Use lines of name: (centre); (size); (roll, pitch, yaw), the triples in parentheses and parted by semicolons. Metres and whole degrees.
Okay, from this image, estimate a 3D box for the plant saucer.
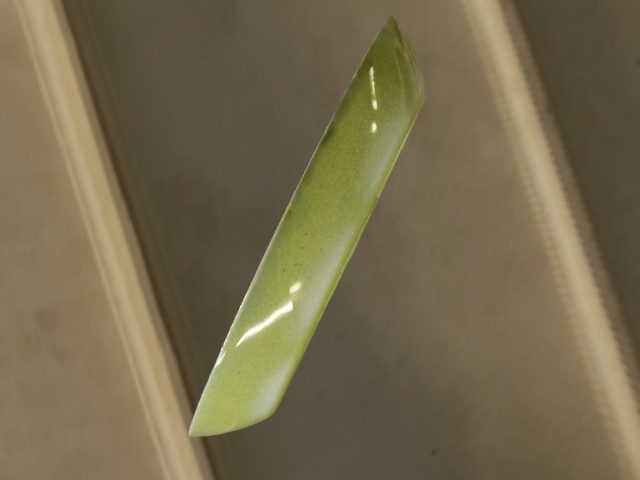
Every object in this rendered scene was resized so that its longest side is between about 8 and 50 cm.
plant saucer: (0.000, 0.000, 1.020); (0.037, 0.241, 0.241); (26, -108, 2)
